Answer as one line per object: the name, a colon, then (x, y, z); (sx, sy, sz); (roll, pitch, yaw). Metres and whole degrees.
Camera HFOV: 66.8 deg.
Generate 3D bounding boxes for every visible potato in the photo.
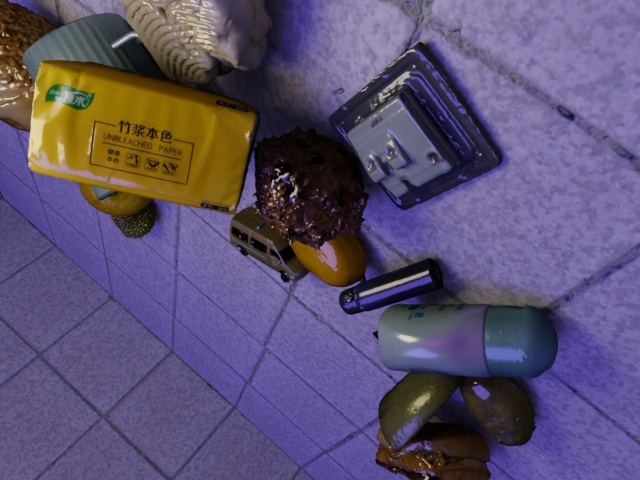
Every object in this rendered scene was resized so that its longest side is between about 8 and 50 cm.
potato: (0.280, 0.388, 1.298); (0.112, 0.269, 0.255); (41, 118, 10)
potato: (0.427, 0.392, 1.170); (0.149, 0.113, 0.251); (-22, 108, 44)

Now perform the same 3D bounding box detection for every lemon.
lemon: (-0.663, -0.196, 1.581); (0.253, 0.228, 0.229); (22, 140, 37)

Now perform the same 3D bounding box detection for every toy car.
toy car: (-0.138, 0.008, 1.365); (0.256, 0.101, 0.125); (29, 139, 24)

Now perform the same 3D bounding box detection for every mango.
mango: (0.000, 0.000, 1.209); (0.317, 0.119, 0.176); (50, 144, 3)

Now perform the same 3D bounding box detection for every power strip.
power strip: (0.153, -0.178, 0.885); (0.251, 0.092, 0.257); (54, 141, -7)

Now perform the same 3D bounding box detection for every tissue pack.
tissue pack: (-0.326, -0.209, 0.982); (0.381, 0.293, 0.229); (11, 105, -9)

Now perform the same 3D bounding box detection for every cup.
cup: (-0.476, -0.346, 1.236); (0.393, 0.400, 0.310); (62, 178, -16)

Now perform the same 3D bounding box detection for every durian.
durian: (-0.691, -0.104, 1.787); (0.159, 0.146, 0.198); (-1, 112, 49)

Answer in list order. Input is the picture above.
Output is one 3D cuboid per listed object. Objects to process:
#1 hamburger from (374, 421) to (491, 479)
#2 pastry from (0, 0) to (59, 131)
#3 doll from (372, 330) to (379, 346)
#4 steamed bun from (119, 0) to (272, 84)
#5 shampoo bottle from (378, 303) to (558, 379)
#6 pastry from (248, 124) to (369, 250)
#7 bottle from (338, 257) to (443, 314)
hamburger: (0.315, 0.608, 1.381); (0.284, 0.174, 0.304); (17, 158, -36)
pastry: (-0.821, -0.486, 1.351); (0.245, 0.409, 0.410); (-38, 97, 21)
doll: (0.221, 0.244, 1.272); (0.091, 0.067, 0.219); (50, 140, -2)
steamed bun: (-0.215, -0.436, 0.907); (0.275, 0.203, 0.289); (25, 161, 12)
shampoo bottle: (0.309, 0.209, 1.025); (0.349, 0.221, 0.152); (-4, 85, 32)
pastry: (-0.029, -0.101, 1.008); (0.275, 0.275, 0.193); (40, 132, 6)
bottle: (0.156, 0.111, 1.116); (0.244, 0.072, 0.082); (-24, 151, 30)
